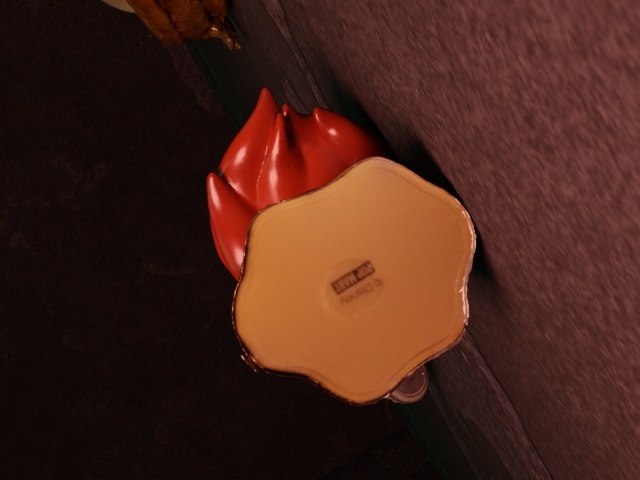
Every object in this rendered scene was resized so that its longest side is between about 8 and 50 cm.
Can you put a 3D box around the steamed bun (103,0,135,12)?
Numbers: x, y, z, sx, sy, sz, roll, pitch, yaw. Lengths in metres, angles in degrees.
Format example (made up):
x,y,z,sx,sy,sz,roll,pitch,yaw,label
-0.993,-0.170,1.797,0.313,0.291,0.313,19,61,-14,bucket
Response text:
x,y,z,sx,sy,sz,roll,pitch,yaw,label
-0.333,-0.490,1.534,0.250,0.154,0.200,55,175,28,steamed bun

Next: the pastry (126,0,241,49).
x,y,z,sx,sy,sz,roll,pitch,yaw,label
-0.218,-0.353,1.209,0.240,0.132,0.235,59,176,22,pastry

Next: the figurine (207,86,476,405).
x,y,z,sx,sy,sz,roll,pitch,yaw,label
0.009,-0.003,0.737,0.208,0.181,0.257,20,-176,-8,figurine

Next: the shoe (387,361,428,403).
x,y,z,sx,sy,sz,roll,pitch,yaw,label
0.100,0.143,1.344,0.180,0.089,0.092,57,165,-1,shoe
